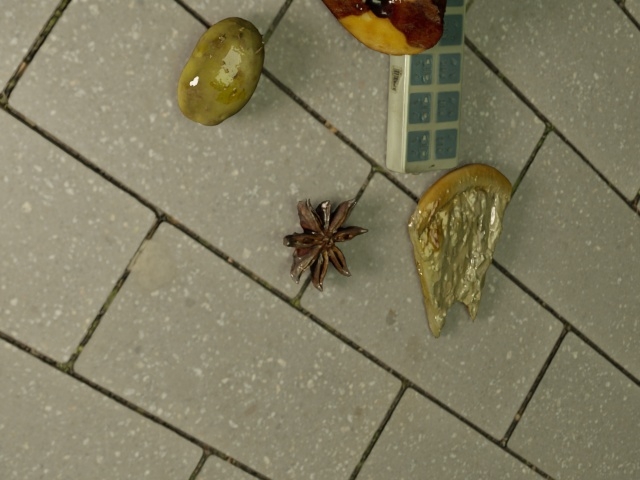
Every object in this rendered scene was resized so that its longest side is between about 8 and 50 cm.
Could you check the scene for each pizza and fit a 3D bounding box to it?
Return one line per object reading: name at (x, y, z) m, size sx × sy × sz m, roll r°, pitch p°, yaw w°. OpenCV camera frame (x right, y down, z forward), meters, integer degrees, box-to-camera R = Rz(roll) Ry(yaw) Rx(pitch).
pizza at (0.196, 0.017, 1.818) m, size 0.181 × 0.034 × 0.262 m, roll -1°, pitch 103°, yaw -36°

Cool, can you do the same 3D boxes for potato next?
potato at (-0.116, -0.203, 1.509) m, size 0.091 × 0.070 × 0.138 m, roll 27°, pitch 86°, yaw -36°

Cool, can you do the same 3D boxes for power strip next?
power strip at (0.145, -0.267, 1.699) m, size 0.106 × 0.043 × 0.367 m, roll -9°, pitch 107°, yaw -35°

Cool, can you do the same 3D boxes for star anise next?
star anise at (-0.001, 0.001, 1.664) m, size 0.141 × 0.042 × 0.141 m, roll -11°, pitch 107°, yaw -37°

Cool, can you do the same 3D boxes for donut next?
donut at (0.081, -0.316, 1.574) m, size 0.184 × 0.166 × 0.073 m, roll 36°, pitch 63°, yaw -27°
